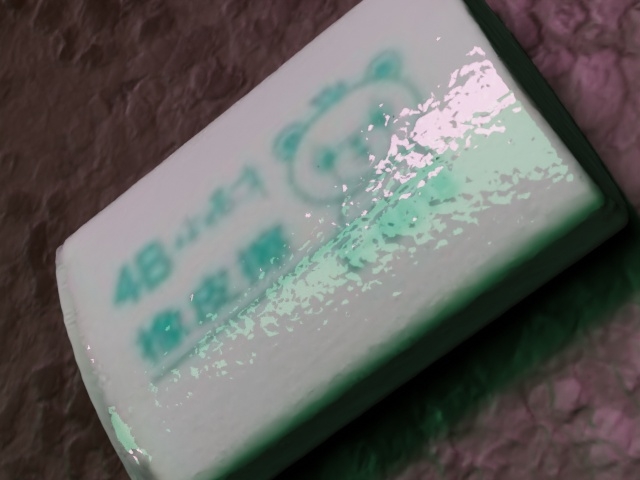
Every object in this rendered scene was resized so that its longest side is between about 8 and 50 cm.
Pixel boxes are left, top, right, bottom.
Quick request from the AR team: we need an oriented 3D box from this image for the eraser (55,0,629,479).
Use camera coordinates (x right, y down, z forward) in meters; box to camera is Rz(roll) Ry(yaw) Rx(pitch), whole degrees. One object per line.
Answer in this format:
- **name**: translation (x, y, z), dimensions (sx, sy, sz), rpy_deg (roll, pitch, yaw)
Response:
- **eraser**: translation (0.000, 0.000, 0.822), dimensions (0.290, 0.104, 0.189), rpy_deg (-38, 54, 16)
